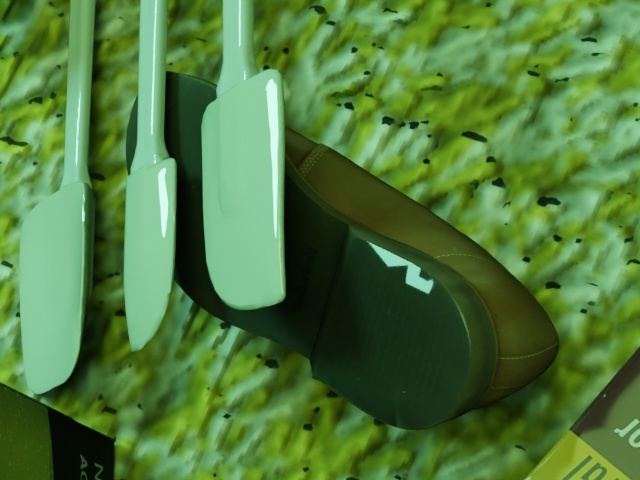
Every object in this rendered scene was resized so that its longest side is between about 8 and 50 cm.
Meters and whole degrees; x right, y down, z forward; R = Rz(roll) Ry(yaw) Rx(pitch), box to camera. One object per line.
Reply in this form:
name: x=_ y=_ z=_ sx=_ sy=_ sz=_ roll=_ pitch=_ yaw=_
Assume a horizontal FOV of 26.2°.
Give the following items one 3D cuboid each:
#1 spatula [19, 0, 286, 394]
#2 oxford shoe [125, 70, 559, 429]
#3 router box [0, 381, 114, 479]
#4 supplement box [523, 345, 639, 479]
spatula: x=-0.071 y=-0.071 z=0.545 sx=0.168 sy=0.019 sz=0.242 roll=-26 pitch=60 yaw=48
oxford shoe: x=0.000 y=0.000 z=0.523 sx=0.212 sy=0.076 sz=0.076 roll=39 pitch=118 yaw=36
router box: x=-0.140 y=0.187 z=0.393 sx=0.081 sy=0.243 sz=0.309 roll=-7 pitch=71 yaw=12
supplement box: x=0.198 y=0.071 z=0.409 sx=0.191 sy=0.129 sz=0.194 roll=39 pitch=84 yaw=22
